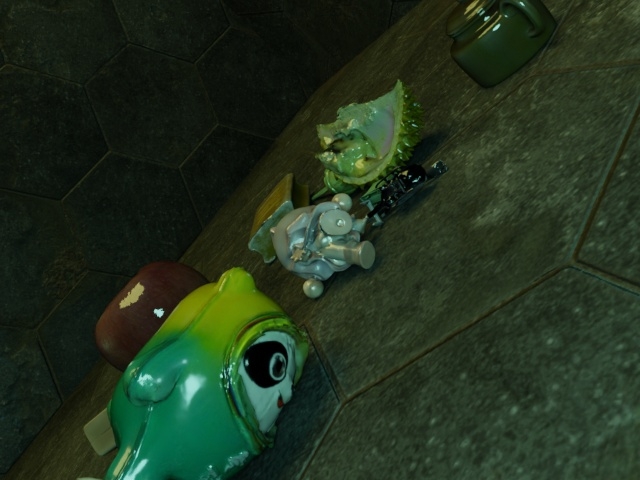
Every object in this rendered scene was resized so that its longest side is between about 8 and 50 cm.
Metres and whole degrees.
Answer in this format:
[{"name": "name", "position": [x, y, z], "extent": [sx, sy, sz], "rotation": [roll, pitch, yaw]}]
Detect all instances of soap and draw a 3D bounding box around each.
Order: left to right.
[{"name": "soap", "position": [-0.103, -0.067, 1.742], "extent": [0.173, 0.089, 0.274], "rotation": [-48, 14, 14]}]

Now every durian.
[{"name": "durian", "position": [0.092, -0.203, 1.360], "extent": [0.306, 0.166, 0.172], "rotation": [0, 52, 55]}]

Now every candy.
[{"name": "candy", "position": [0.024, -0.132, 1.614], "extent": [0.092, 0.092, 0.335], "rotation": [-7, -6, -16]}]

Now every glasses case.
[{"name": "glasses case", "position": [-0.331, 0.315, 1.333], "extent": [0.336, 0.076, 0.144], "rotation": [-39, -8, 32]}]

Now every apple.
[{"name": "apple", "position": [-0.381, 0.191, 1.583], "extent": [0.305, 0.235, 0.305], "rotation": [-46, 11, 12]}]

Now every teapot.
[{"name": "teapot", "position": [0.321, -0.410, 1.247], "extent": [0.185, 0.175, 0.268], "rotation": [-51, 15, -4]}]

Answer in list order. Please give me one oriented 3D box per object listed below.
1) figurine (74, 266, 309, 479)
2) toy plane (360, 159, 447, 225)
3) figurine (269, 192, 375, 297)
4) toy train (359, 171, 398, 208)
[{"name": "figurine", "position": [-0.158, 0.208, 0.887], "extent": [0.232, 0.323, 0.340], "rotation": [15, 57, 23]}, {"name": "toy plane", "position": [0.128, -0.076, 1.163], "extent": [0.078, 0.053, 0.197], "rotation": [-10, -25, -48]}, {"name": "figurine", "position": [-0.001, 0.000, 1.175], "extent": [0.276, 0.133, 0.200], "rotation": [-8, 62, 69]}, {"name": "toy train", "position": [0.119, -0.094, 1.270], "extent": [0.056, 0.038, 0.093], "rotation": [-53, 15, -29]}]
